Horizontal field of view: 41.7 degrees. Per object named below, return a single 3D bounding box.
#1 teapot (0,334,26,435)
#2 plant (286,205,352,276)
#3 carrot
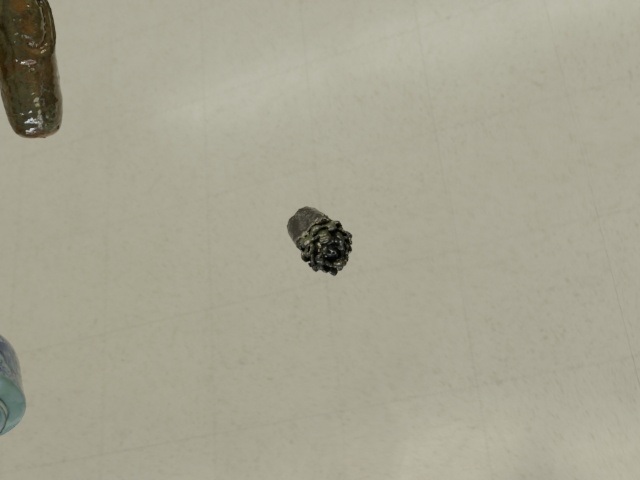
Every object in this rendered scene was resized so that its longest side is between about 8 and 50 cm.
[{"bbox_3d":[-0.431,0.158,1.011,0.159,0.232,0.159,-7,46,7],"label":"teapot"},{"bbox_3d":[0.000,0.000,1.434,0.092,0.094,0.143,-40,34,-3],"label":"plant"},{"bbox_3d":[-0.315,-0.269,0.833,0.070,0.070,0.342,2,112,25],"label":"carrot"}]
